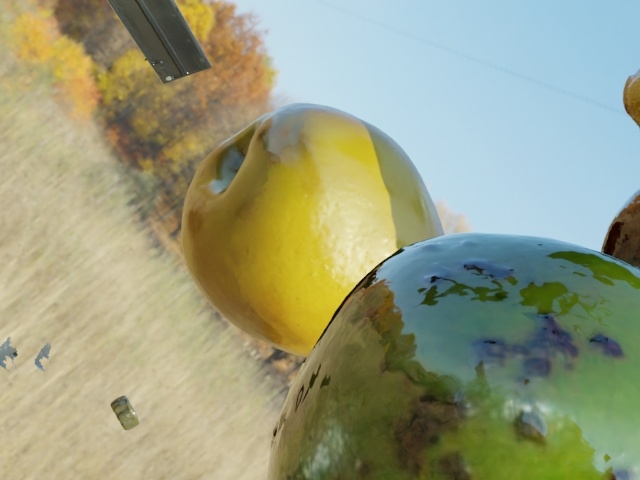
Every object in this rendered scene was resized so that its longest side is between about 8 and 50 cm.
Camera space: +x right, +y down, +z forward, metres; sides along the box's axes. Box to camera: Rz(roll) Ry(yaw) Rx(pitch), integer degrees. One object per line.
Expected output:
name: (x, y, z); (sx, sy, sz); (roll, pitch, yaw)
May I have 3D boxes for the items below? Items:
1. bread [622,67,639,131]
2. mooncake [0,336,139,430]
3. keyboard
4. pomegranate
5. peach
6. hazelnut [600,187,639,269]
bread: (0.477, -0.201, 1.139); (0.094, 0.245, 0.102); (-16, -77, 57)
mooncake: (-0.343, 0.211, 1.305); (0.150, 0.057, 0.347); (37, -11, 44)
keyboard: (-0.184, -0.241, 0.994); (0.202, 0.067, 0.011); (61, 13, -61)
pomegranate: (0.113, 0.088, 0.382); (0.231, 0.286, 0.231); (29, 48, -38)
peach: (-0.003, 0.003, 1.061); (0.308, 0.289, 0.289); (45, -4, -20)
hazelnut: (0.343, 0.032, 0.859); (0.178, 0.178, 0.204); (44, -37, 47)
